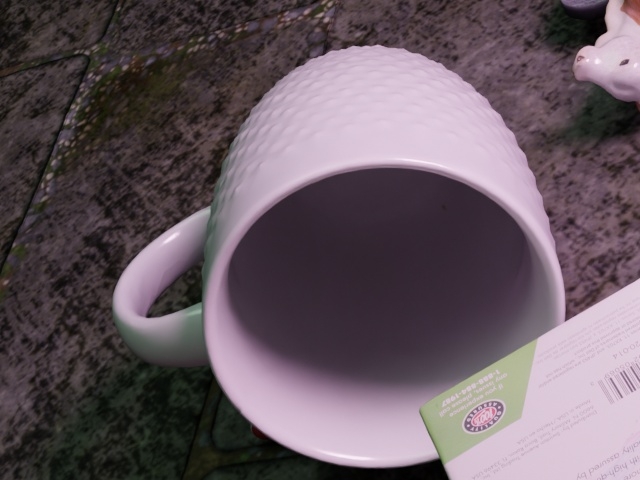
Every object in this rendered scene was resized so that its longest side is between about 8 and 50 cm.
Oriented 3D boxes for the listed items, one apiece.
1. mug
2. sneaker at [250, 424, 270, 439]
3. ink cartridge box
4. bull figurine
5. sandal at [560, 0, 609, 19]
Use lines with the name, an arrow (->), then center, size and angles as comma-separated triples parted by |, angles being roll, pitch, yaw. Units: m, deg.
mug -> 0.000, 0.000, 1.438 | 0.374, 0.276, 0.328 | -20, 27, 10
sneaker -> -0.008, 0.162, 1.472 | 0.118, 0.042, 0.067 | -19, 37, 18
ink cartridge box -> 0.225, 0.207, 1.176 | 0.207, 0.119, 0.353 | -31, 36, 6
bull figurine -> 0.338, -0.254, 1.552 | 0.310, 0.101, 0.188 | -36, 61, 2
sandal -> 0.323, -0.292, 1.704 | 0.097, 0.054, 0.254 | 14, 50, 37
